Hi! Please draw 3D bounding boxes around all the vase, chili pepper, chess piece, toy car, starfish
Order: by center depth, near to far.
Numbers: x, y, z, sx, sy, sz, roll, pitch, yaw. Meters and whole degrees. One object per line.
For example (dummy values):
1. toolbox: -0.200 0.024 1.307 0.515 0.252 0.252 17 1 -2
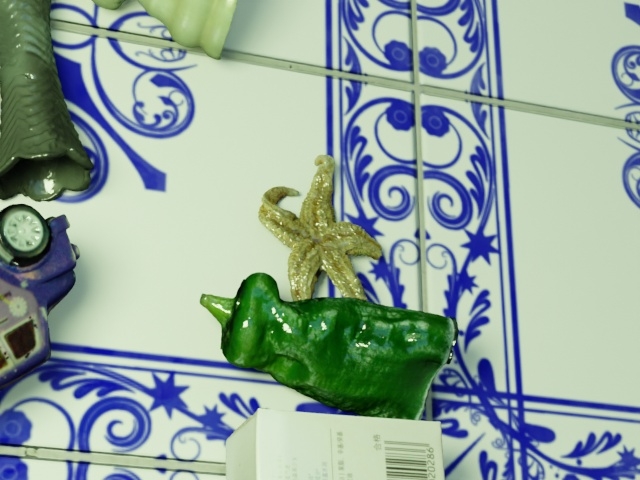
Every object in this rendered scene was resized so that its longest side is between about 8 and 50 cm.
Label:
1. toy car: -0.337 0.069 1.434 0.235 0.172 0.158 -30 97 -32
2. chili pepper: -0.002 0.108 1.566 0.270 0.136 0.099 18 30 -16
3. vase: -0.311 -0.169 1.580 0.115 0.115 0.237 -2 66 -22
4. starfish: 0.004 -0.004 1.653 0.150 0.053 0.210 14 61 -20
5. chess piece: -0.212 -0.310 1.666 0.251 0.144 0.144 17 62 -7

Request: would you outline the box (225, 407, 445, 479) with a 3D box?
1. box: 0.017 0.319 1.473 0.203 0.116 0.274 5 65 -19
